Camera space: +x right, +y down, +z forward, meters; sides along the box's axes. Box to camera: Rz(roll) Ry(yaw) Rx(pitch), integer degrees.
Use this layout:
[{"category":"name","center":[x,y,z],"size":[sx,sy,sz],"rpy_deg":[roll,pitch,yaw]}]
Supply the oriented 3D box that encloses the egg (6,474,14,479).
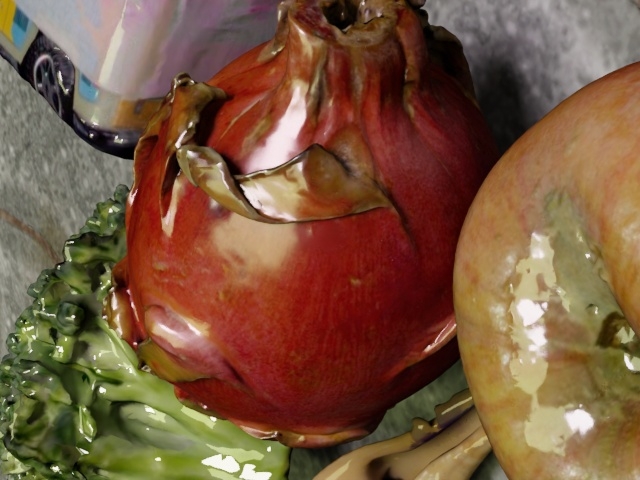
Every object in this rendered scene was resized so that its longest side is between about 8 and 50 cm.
[{"category":"egg","center":[-0.211,0.215,1.142],"size":[0.141,0.141,0.181],"rpy_deg":[11,99,49]}]

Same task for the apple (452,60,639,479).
[{"category":"apple","center":[0.182,0.038,0.570],"size":[0.261,0.194,0.261],"rpy_deg":[15,110,48]}]

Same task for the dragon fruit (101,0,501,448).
[{"category":"dragon fruit","center":[0.002,-0.003,0.745],"size":[0.250,0.250,0.315],"rpy_deg":[48,123,30]}]

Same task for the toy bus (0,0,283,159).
[{"category":"toy bus","center":[-0.174,-0.224,0.955],"size":[0.386,0.171,0.162],"rpy_deg":[42,121,35]}]

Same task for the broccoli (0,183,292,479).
[{"category":"broccoli","center":[-0.115,0.113,0.967],"size":[0.245,0.248,0.288],"rpy_deg":[22,143,9]}]

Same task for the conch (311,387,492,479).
[{"category":"conch","center":[0.050,0.198,0.875],"size":[0.330,0.093,0.109],"rpy_deg":[-50,43,23]}]
